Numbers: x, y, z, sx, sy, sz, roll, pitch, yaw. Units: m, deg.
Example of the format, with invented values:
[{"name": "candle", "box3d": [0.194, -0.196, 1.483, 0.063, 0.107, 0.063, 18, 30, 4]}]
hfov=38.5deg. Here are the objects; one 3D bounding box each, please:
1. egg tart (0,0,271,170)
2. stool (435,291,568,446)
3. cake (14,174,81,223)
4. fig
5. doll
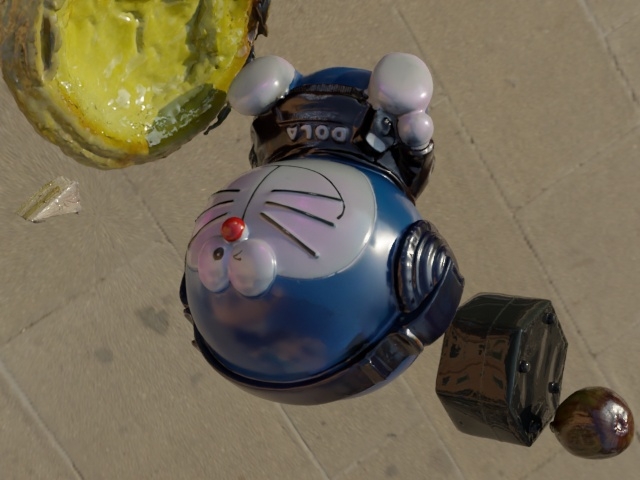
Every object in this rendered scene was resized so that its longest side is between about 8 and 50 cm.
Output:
[{"name": "egg tart", "box3d": [-0.172, -0.199, 0.843, 0.279, 0.095, 0.279, -29, 136, -33]}, {"name": "stool", "box3d": [0.287, 0.196, 1.424, 0.232, 0.141, 0.232, -8, 99, -54]}, {"name": "cake", "box3d": [-0.459, -0.065, 1.533, 0.052, 0.121, 0.065, 19, 112, 22]}, {"name": "fig", "box3d": [0.386, 0.269, 1.349, 0.103, 0.155, 0.109, -25, 95, -31]}, {"name": "doll", "box3d": [0.000, 0.000, 0.846, 0.240, 0.284, 0.310, 49, 46, -45]}]
